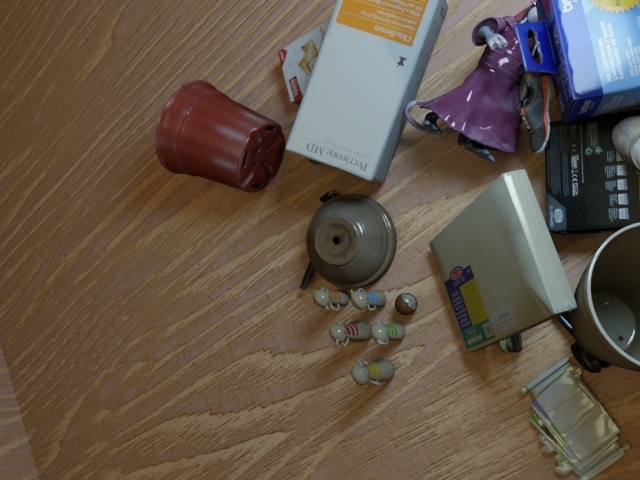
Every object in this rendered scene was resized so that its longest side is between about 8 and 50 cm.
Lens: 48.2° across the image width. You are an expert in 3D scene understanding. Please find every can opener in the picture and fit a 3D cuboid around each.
[{"bbox_3d":[0.530,0.183,1.462,0.059,0.073,0.186,-47,53,32],"label":"can opener"}]

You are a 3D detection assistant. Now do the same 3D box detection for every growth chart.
[{"bbox_3d":[0.518,0.373,1.479,0.172,0.021,0.237,-40,66,27],"label":"growth chart"}]

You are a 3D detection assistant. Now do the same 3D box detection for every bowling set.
[{"bbox_3d":[0.116,0.180,1.696,0.200,0.154,0.287,-47,63,24],"label":"bowling set"}]

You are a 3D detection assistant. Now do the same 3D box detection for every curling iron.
[{"bbox_3d":[0.000,0.000,1.864,0.068,0.035,0.274,23,100,38],"label":"curling iron"}]

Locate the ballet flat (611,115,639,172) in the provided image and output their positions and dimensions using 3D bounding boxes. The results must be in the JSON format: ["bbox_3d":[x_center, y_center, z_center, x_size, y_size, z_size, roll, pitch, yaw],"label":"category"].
[{"bbox_3d":[0.645,-0.128,1.256,0.316,0.106,0.108,42,111,29],"label":"ballet flat"}]

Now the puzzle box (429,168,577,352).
[{"bbox_3d":[0.348,0.060,1.448,0.409,0.052,0.272,122,133,-69],"label":"puzzle box"}]

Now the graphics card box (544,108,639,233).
[{"bbox_3d":[0.630,-0.136,1.389,0.370,0.094,0.233,-5,85,34],"label":"graphics card box"}]

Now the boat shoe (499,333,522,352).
[{"bbox_3d":[0.417,0.168,1.549,0.049,0.056,0.152,1,97,31],"label":"boat shoe"}]

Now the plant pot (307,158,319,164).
[{"bbox_3d":[0.006,-0.230,1.855,0.079,0.083,0.084,-15,78,47],"label":"plant pot"}]

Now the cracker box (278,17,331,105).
[{"bbox_3d":[0.008,-0.472,1.869,0.232,0.067,0.156,-24,74,33],"label":"cracker box"}]

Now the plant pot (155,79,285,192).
[{"bbox_3d":[-0.258,-0.266,1.942,0.265,0.272,0.273,25,101,26],"label":"plant pot"}]

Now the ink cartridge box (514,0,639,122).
[{"bbox_3d":[0.566,-0.387,1.328,0.395,0.151,0.270,-12,79,10],"label":"ink cartridge box"}]

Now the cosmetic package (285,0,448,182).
[{"bbox_3d":[0.110,-0.385,1.682,0.229,0.161,0.454,21,98,13],"label":"cosmetic package"}]

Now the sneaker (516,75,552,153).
[{"bbox_3d":[0.425,-0.253,1.446,0.064,0.061,0.158,-5,109,-4],"label":"sneaker"}]

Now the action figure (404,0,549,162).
[{"bbox_3d":[0.394,-0.363,1.548,0.370,0.248,0.275,-62,22,3],"label":"action figure"}]

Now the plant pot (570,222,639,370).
[{"bbox_3d":[0.565,0.129,1.297,0.256,0.274,0.257,0,73,0],"label":"plant pot"}]

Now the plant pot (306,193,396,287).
[{"bbox_3d":[0.058,0.001,1.754,0.237,0.109,0.238,0,89,26],"label":"plant pot"}]
